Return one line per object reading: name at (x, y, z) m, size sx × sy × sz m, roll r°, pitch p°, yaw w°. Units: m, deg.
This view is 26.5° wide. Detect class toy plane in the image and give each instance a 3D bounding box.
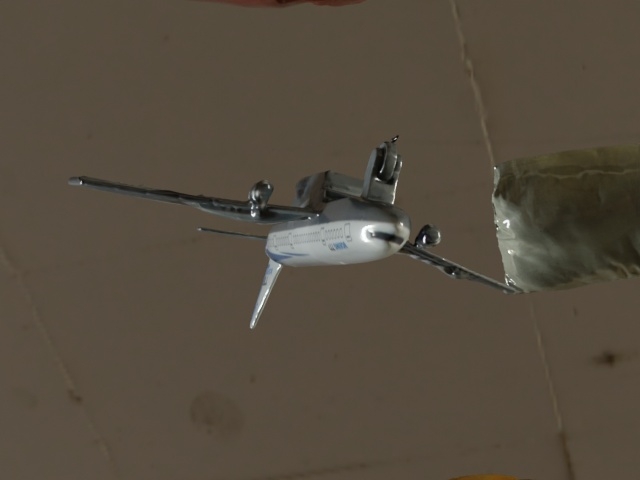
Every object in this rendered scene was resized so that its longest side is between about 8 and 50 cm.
toy plane at (0.000, -0.003, 0.615) m, size 0.226 × 0.058 × 0.226 m, roll 14°, pitch -16°, yaw -14°

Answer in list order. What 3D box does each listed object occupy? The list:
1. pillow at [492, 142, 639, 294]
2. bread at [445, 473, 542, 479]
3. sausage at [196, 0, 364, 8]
pillow at (0.223, -0.021, 1.067) m, size 0.182 × 0.077 × 0.134 m, roll -9°, pitch -40°, yaw 13°
bread at (0.080, 0.182, 0.524) m, size 0.116 × 0.077 × 0.200 m, roll 10°, pitch -55°, yaw 4°
sausage at (-0.072, -0.212, 0.780) m, size 0.280 × 0.152 × 0.152 m, roll 10°, pitch -56°, yaw 13°
